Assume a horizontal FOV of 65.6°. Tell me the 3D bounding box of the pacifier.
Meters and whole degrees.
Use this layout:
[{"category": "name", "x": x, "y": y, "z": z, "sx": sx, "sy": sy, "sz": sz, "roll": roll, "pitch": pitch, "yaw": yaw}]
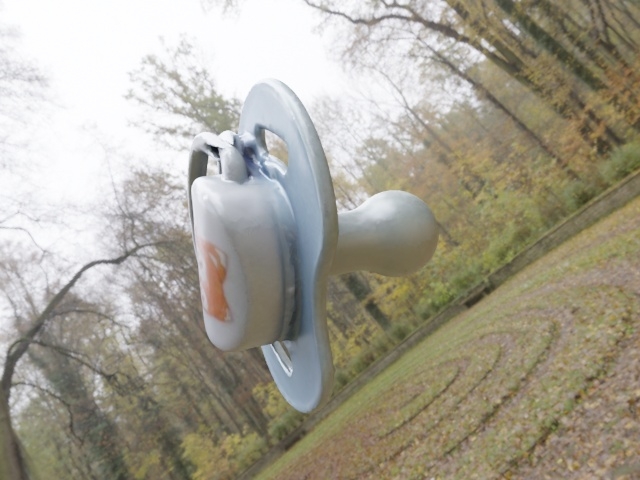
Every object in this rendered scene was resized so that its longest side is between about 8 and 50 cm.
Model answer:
[{"category": "pacifier", "x": 0.000, "y": 0.000, "z": 0.471, "sx": 0.233, "sy": 0.244, "sz": 0.299, "roll": -7, "pitch": -63, "yaw": -19}]
